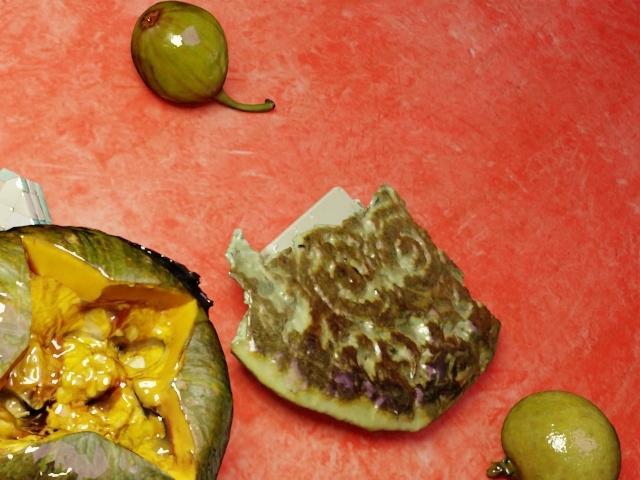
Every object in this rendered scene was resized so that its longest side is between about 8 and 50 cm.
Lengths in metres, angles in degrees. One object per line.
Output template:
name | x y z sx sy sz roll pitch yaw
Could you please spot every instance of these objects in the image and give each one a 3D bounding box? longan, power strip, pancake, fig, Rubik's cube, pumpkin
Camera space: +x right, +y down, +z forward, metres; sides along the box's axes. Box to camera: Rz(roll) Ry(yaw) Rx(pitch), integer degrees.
longan | 0.294 0.272 1.177 0.154 0.176 0.145 -112 180 -47
power strip | 0.000 0.000 1.193 0.081 0.035 0.192 49 44 -2
pancake | 0.052 0.094 1.133 0.427 0.067 0.304 -20 79 -46
fig | -0.144 -0.214 1.197 0.236 0.124 0.124 35 40 -50
Rubik's cube | -0.318 -0.026 0.935 0.073 0.075 0.084 -21 70 2
pumpkin | -0.225 0.135 0.809 0.320 0.192 0.320 21 52 -29
